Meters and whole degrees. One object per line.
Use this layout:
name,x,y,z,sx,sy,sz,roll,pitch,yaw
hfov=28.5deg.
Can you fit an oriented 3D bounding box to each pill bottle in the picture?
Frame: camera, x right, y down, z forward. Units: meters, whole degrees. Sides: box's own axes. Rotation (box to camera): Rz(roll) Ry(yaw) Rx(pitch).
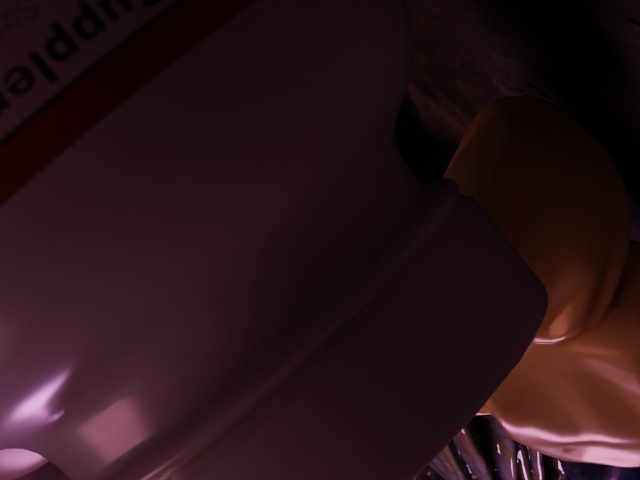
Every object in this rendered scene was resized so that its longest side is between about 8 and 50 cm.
pill bottle,-0.119,-0.081,0.418,0.407,0.229,0.229,50,169,-4

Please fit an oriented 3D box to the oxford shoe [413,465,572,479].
oxford shoe,0.034,0.106,1.041,0.449,0.169,0.130,33,-173,31

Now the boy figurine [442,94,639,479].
boy figurine,0.123,0.053,0.578,0.177,0.092,0.285,-13,133,34

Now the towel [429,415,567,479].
towel,0.000,0.000,0.826,0.374,0.090,0.320,41,168,32

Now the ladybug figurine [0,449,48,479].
ladybug figurine,-0.264,-0.070,0.733,0.162,0.305,0.449,-7,-100,-61
